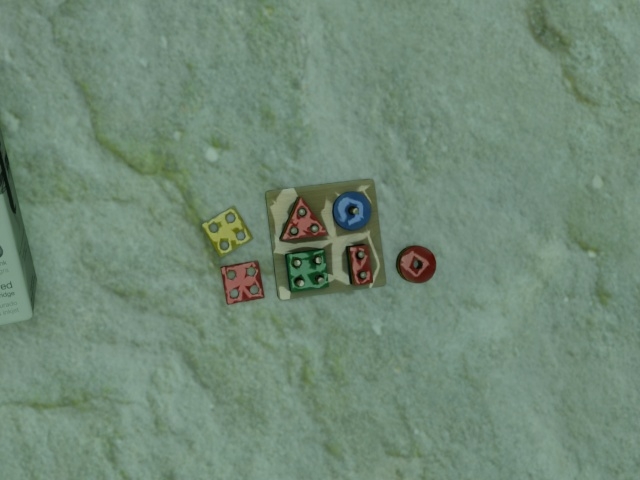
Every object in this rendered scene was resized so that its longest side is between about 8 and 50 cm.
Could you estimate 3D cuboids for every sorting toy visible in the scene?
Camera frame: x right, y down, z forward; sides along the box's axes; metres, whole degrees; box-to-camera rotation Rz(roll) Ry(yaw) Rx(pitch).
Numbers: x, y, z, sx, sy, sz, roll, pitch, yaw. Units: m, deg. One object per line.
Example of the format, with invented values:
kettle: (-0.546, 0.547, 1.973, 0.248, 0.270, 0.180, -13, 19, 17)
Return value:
sorting toy: (0.000, 0.000, 1.349, 0.274, 0.046, 0.132, -7, 93, -8)

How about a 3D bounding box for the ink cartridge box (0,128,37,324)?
ink cartridge box: (-0.430, -0.040, 1.209, 0.197, 0.114, 0.273, -11, 113, -8)
